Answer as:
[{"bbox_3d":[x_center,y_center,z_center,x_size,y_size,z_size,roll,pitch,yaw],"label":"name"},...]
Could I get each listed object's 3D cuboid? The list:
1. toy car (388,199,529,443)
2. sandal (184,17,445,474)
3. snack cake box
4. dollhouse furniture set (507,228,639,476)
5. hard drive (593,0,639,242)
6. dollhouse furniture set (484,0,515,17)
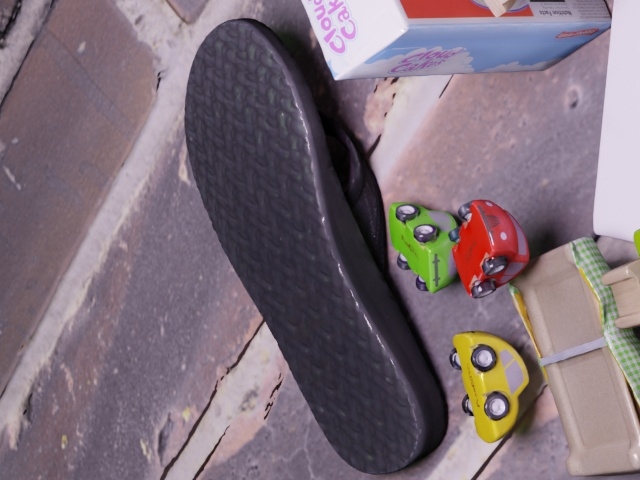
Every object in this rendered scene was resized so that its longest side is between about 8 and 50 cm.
[{"bbox_3d":[0.123,0.029,1.581,0.225,0.053,0.239,-127,27,-53],"label":"toy car"},{"bbox_3d":[-0.001,0.002,1.715,0.168,0.107,0.445,-19,94,43],"label":"sandal"},{"bbox_3d":[0.101,-0.216,1.457,0.089,0.264,0.152,-32,73,42],"label":"snack cake box"},{"bbox_3d":[0.289,0.076,1.439,0.301,0.151,0.197,147,107,-73],"label":"dollhouse furniture set"},{"bbox_3d":[0.357,-0.081,1.382,0.319,0.040,0.210,14,105,42],"label":"hard drive"},{"bbox_3d":[0.180,-0.285,1.404,0.129,0.184,0.129,-32,96,40],"label":"dollhouse furniture set"}]
